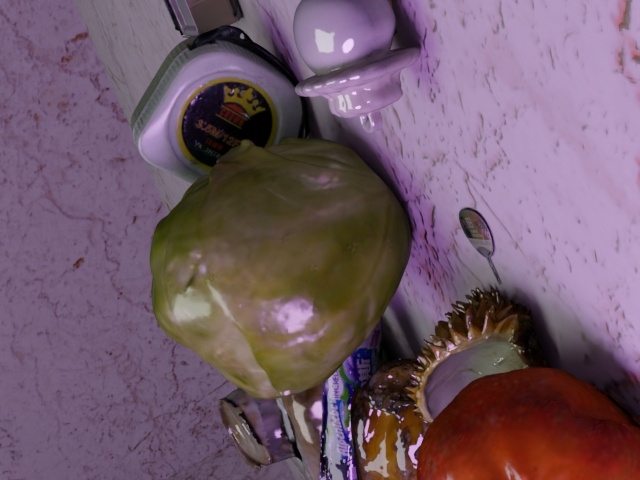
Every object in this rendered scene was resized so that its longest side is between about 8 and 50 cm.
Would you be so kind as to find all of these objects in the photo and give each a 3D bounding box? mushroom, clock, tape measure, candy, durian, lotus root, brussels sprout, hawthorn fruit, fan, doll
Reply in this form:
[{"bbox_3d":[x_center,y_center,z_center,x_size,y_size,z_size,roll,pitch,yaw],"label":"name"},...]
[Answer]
[{"bbox_3d":[-0.013,0.246,1.515,0.352,0.260,0.352,49,155,32],"label":"mushroom"},{"bbox_3d":[-0.191,-0.384,1.359,0.191,0.071,0.147,67,166,-19],"label":"clock"},{"bbox_3d":[-0.110,-0.159,1.277,0.235,0.207,0.115,26,-165,-29],"label":"tape measure"},{"bbox_3d":[0.044,0.199,1.309,0.061,0.088,0.312,2,91,31],"label":"candy"},{"bbox_3d":[0.174,0.132,0.998,0.139,0.144,0.252,14,136,20],"label":"durian"},{"bbox_3d":[0.143,0.318,1.230,0.196,0.179,0.397,27,143,47],"label":"lotus root"},{"bbox_3d":[-0.050,0.032,1.131,0.328,0.328,0.247,40,155,59],"label":"brussels sprout"},{"bbox_3d":[0.181,0.213,0.873,0.211,0.211,0.299,63,178,0],"label":"hawthorn fruit"},{"bbox_3d":[0.154,0.000,0.956,0.060,0.003,0.080,47,159,50],"label":"fan"},{"bbox_3d":[0.005,-0.233,0.849,0.138,0.119,0.293,1,114,57],"label":"doll"}]
